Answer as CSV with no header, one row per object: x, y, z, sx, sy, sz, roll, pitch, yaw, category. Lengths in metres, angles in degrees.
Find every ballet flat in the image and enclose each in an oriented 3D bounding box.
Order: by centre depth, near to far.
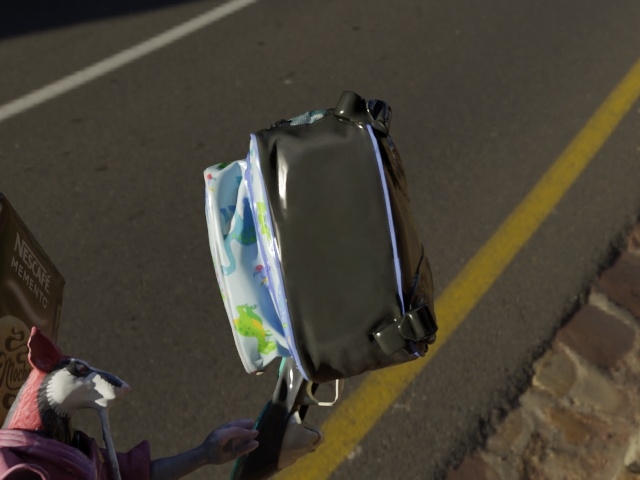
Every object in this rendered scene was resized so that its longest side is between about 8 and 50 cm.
-0.020,0.157,0.914,0.074,0.074,0.203,19,83,28,ballet flat

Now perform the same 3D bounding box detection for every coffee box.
-0.332,0.126,0.867,0.118,0.168,0.297,-6,57,7,coffee box

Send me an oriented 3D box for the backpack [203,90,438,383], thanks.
0.000,0.000,0.394,0.084,0.105,0.114,-12,2,8,backpack

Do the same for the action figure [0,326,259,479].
-0.192,0.249,0.713,0.275,0.248,0.370,-22,71,16,action figure
